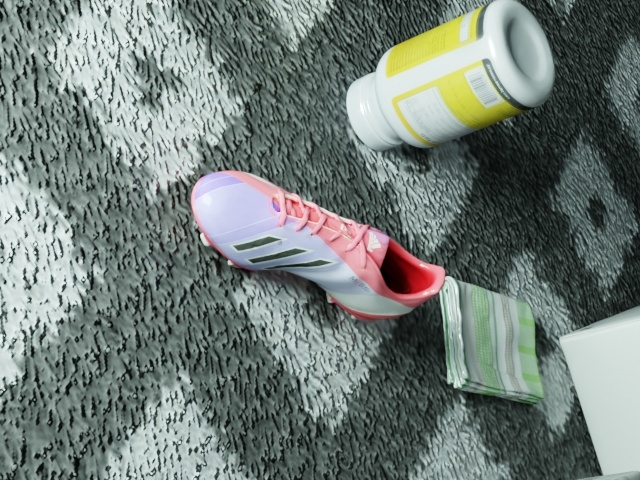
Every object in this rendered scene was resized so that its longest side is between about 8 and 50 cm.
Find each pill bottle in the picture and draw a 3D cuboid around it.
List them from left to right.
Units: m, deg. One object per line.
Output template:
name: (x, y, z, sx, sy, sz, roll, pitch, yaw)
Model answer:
pill bottle: (0.117, -0.146, 1.284, 0.103, 0.184, 0.103, 24, 57, -43)

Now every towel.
towel: (0.174, 0.101, 1.380, 0.152, 0.023, 0.113, 17, 63, -46)

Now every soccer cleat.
soccer cleat: (0.000, 0.000, 1.153, 0.248, 0.095, 0.083, 31, 52, -40)

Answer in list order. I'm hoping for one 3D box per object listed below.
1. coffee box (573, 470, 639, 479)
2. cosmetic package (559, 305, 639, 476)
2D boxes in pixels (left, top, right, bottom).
coffee box: (0.189, 0.316, 1.228, 0.297, 0.119, 0.168, -3, 78, -51)
cosmetic package: (0.416, 0.245, 1.507, 0.197, 0.155, 0.365, -16, 89, -50)
